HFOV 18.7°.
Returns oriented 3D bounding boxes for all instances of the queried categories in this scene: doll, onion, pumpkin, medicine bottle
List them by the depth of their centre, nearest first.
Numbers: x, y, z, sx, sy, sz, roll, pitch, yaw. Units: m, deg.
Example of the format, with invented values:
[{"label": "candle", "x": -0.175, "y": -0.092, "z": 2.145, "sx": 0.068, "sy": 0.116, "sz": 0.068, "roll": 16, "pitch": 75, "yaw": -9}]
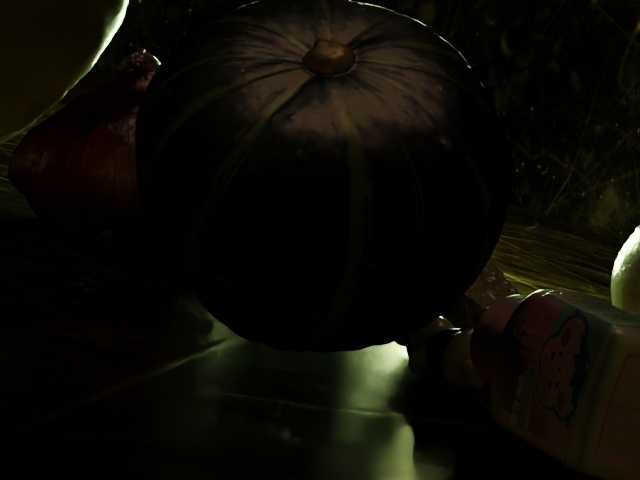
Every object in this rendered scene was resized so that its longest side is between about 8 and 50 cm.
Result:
[{"label": "medicine bottle", "x": 0.194, "y": 0.102, "z": 1.489, "sx": 0.094, "sy": 0.119, "sz": 0.188, "roll": 13, "pitch": 7, "yaw": -28}, {"label": "pumpkin", "x": 0.001, "y": -0.061, "z": 1.612, "sx": 0.323, "sy": 0.241, "sz": 0.323, "roll": 8, "pitch": 44, "yaw": -8}, {"label": "doll", "x": 0.111, "y": 0.093, "z": 1.656, "sx": 0.098, "sy": 0.058, "sz": 0.143, "roll": -10, "pitch": 16, "yaw": -24}, {"label": "onion", "x": -0.171, "y": -0.091, "z": 1.929, "sx": 0.272, "sy": 0.195, "sz": 0.272, "roll": 8, "pitch": 6, "yaw": -1}]

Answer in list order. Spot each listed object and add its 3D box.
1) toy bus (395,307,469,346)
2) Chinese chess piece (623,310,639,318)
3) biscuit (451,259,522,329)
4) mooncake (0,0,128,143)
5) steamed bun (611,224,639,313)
[{"label": "toy bus", "x": 0.119, "y": 0.082, "z": 1.774, "sx": 0.130, "sy": 0.052, "sz": 0.037, "roll": 15, "pitch": 19, "yaw": -31}, {"label": "Chinese chess piece", "x": 0.338, "y": 0.140, "z": 1.594, "sx": 0.257, "sy": 0.104, "sz": 0.257, "roll": 17, "pitch": 7, "yaw": -2}, {"label": "biscuit", "x": 0.126, "y": 0.024, "z": 1.778, "sx": 0.133, "sy": 0.032, "sz": 0.250, "roll": 10, "pitch": 32, "yaw": -53}, {"label": "mooncake", "x": -0.439, "y": -0.333, "z": 2.174, "sx": 0.467, "sy": 0.467, "sz": 0.262, "roll": 21, "pitch": -6, "yaw": 38}, {"label": "steamed bun", "x": 0.424, "y": 0.085, "z": 1.930, "sx": 0.283, "sy": 0.177, "sz": 0.283, "roll": 10, "pitch": 7, "yaw": -1}]
